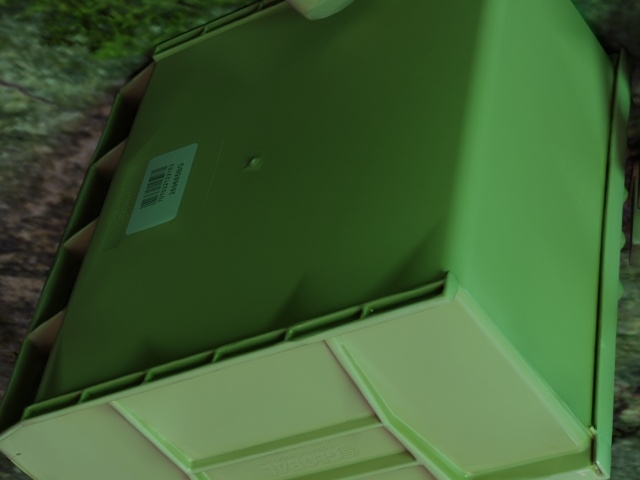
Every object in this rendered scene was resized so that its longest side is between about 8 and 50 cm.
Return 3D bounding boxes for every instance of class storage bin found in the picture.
[{"bbox_3d":[0.000,0.000,0.762,0.260,0.262,0.123,-18,130,30],"label":"storage bin"}]

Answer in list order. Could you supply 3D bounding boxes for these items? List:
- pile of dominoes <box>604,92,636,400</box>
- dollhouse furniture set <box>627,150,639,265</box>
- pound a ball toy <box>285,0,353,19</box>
[{"bbox_3d":[0.071,0.039,0.797,0.196,0.251,0.040,-19,129,30],"label":"pile of dominoes"},{"bbox_3d":[0.252,-0.051,0.803,0.182,0.101,0.161,4,163,9],"label":"dollhouse furniture set"},{"bbox_3d":[-0.009,-0.232,0.615,0.136,0.208,0.319,54,129,17],"label":"pound a ball toy"}]
